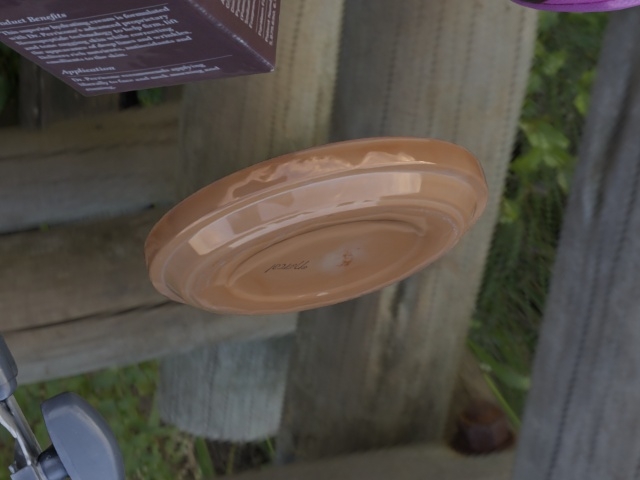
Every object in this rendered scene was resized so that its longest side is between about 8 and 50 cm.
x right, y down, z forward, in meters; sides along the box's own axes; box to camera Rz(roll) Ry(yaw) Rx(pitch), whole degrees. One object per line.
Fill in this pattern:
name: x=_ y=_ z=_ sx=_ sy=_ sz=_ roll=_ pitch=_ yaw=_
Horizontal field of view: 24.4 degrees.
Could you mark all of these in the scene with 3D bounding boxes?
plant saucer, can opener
plant saucer: x=0.000 y=0.000 z=0.352 sx=0.083 sy=0.013 sz=0.083 roll=-13 pitch=159 yaw=-5
can opener: x=-0.241 y=0.090 z=1.149 sx=0.095 sy=0.076 sz=0.283 roll=-24 pitch=105 yaw=-6

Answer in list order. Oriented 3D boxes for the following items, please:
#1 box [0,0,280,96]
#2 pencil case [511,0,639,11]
box: x=-0.140 y=-0.217 z=1.003 sx=0.168 sy=0.167 sz=0.203 roll=-3 pitch=161 yaw=26
pencil case: x=0.059 y=-0.160 z=0.344 sx=0.095 sy=0.098 sz=0.209 roll=-34 pitch=122 yaw=-14
